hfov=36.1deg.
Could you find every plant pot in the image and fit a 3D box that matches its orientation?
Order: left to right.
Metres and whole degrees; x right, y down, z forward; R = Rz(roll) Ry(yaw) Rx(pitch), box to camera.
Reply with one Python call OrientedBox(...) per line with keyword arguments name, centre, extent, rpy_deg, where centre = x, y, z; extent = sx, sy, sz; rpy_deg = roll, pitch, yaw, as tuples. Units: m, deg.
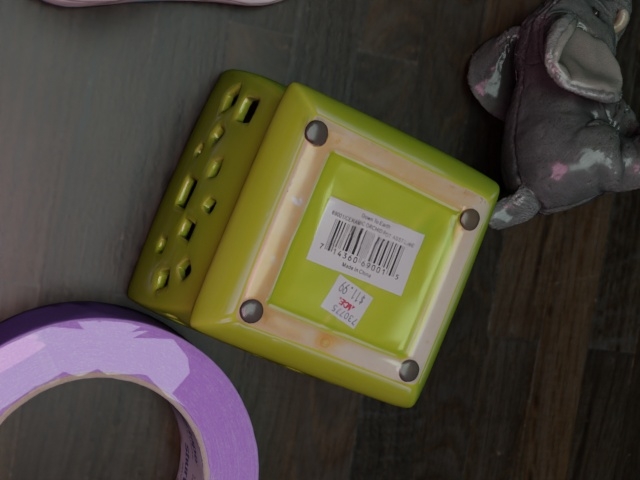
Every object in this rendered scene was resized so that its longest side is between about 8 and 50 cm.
OrientedBox(name="plant pot", centre=(0.000, 0.000, 0.802), extent=(0.228, 0.207, 0.227), rpy_deg=(24, 87, -21))

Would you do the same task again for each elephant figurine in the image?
OrientedBox(name="elephant figurine", centre=(0.224, -0.153, 0.921), extent=(0.169, 0.186, 0.239), rpy_deg=(-16, 91, 24))

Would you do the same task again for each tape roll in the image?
OrientedBox(name="tape roll", centre=(-0.194, 0.192, 0.808), extent=(0.274, 0.090, 0.275), rpy_deg=(-2, 96, -22))

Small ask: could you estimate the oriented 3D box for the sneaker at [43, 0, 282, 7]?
OrientedBox(name="sneaker", centre=(-0.069, -0.247, 0.748), extent=(0.319, 0.208, 0.127), rpy_deg=(-16, 100, -20))
